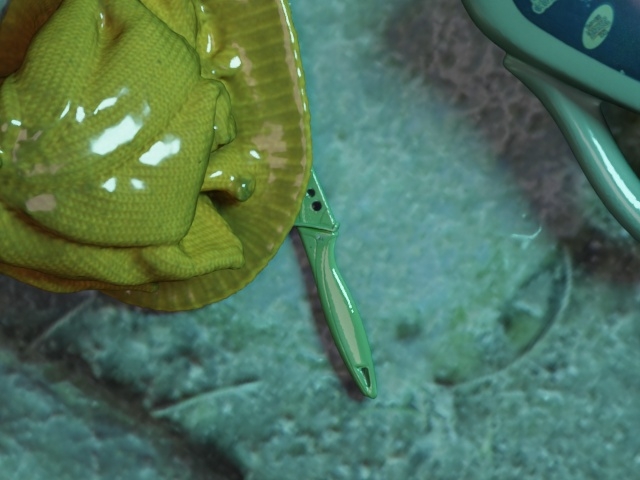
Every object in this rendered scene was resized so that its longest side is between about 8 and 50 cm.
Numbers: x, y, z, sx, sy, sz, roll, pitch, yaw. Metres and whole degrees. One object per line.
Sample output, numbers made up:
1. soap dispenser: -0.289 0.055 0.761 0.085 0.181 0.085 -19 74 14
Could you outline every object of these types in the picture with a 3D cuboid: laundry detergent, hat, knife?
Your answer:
1. laundry detergent: 0.230 -0.094 1.037 0.215 0.105 0.280 -40 90 19
2. hat: -0.138 -0.062 1.078 0.233 0.233 0.244 42 112 7
3. knife: 0.000 0.000 1.170 0.030 0.014 0.207 -19 94 23
